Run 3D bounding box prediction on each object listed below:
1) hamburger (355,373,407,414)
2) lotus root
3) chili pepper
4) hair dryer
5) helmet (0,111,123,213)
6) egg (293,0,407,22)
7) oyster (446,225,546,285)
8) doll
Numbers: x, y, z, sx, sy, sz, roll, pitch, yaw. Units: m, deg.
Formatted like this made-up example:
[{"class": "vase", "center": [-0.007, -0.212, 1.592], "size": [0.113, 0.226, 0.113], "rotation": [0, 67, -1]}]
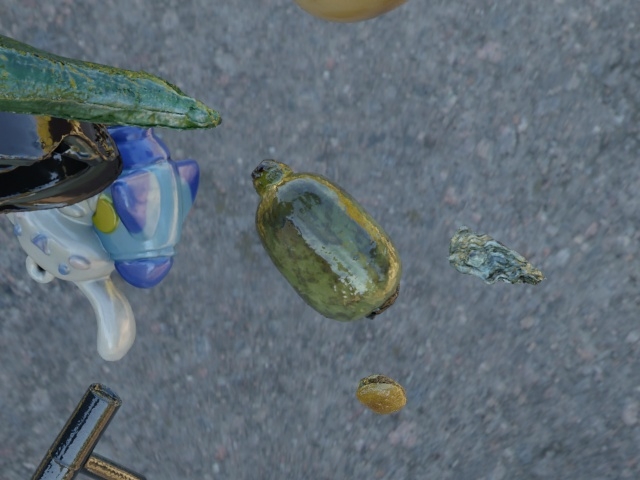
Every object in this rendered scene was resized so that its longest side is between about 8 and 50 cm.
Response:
[{"class": "hamburger", "center": [0.098, 0.248, 1.873], "size": [0.083, 0.076, 0.044], "rotation": [39, 38, -32]}, {"class": "lotus root", "center": [0.000, 0.000, 1.854], "size": [0.309, 0.173, 0.173], "rotation": [46, 73, -10]}, {"class": "chili pepper", "center": [-0.183, -0.114, 0.902], "size": [0.226, 0.088, 0.059], "rotation": [10, 106, -20]}, {"class": "hair dryer", "center": [-0.247, 0.266, 1.419], "size": [0.050, 0.194, 0.173], "rotation": [43, 104, 40]}, {"class": "helmet", "center": [-0.394, -0.135, 1.460], "size": [0.225, 0.305, 0.177], "rotation": [-24, 83, 15]}, {"class": "egg", "center": [0.042, -0.371, 1.454], "size": [0.201, 0.244, 0.201], "rotation": [12, 64, -25]}, {"class": "oyster", "center": [0.250, 0.027, 1.707], "size": [0.177, 0.125, 0.064], "rotation": [23, 97, 30]}, {"class": "doll", "center": [-0.324, -0.048, 1.707], "size": [0.376, 0.365, 0.187], "rotation": [42, 29, -20]}]
